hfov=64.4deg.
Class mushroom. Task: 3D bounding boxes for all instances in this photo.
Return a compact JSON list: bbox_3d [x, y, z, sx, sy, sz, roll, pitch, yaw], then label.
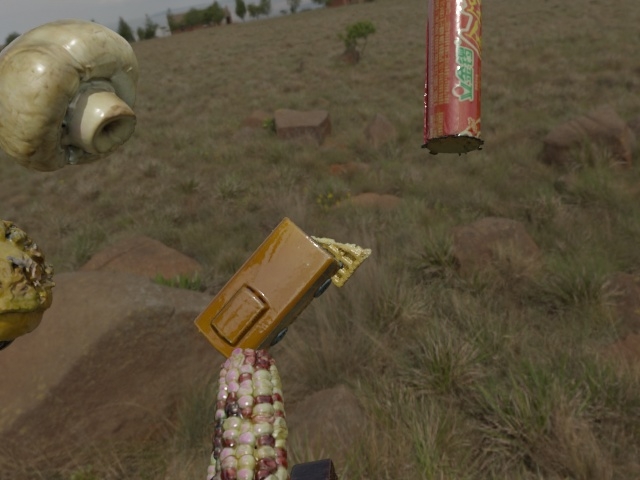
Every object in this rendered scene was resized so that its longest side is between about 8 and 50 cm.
[{"bbox_3d":[-0.227,-0.128,0.463,0.112,0.148,0.148,41,45,11],"label":"mushroom"}]

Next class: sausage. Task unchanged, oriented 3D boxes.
[{"bbox_3d":[0.174,-0.250,0.671,0.083,0.264,0.083,1,-4,0],"label":"sausage"}]

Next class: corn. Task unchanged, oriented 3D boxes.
[{"bbox_3d":[-0.067,0.243,0.490,0.092,0.092,0.281,-9,51,3],"label":"corn"}]

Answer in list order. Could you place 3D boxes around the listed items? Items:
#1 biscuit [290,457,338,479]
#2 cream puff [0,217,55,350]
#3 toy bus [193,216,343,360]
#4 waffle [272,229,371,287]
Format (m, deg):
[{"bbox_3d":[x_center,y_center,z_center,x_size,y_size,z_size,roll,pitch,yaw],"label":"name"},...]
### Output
[{"bbox_3d":[-0.026,0.619,1.074,0.107,0.073,0.388,-14,14,8],"label":"biscuit"},{"bbox_3d":[-0.343,0.028,0.468,0.189,0.130,0.189,15,-2,0],"label":"cream puff"},{"bbox_3d":[-0.071,0.076,0.684,0.098,0.114,0.201,41,88,13],"label":"toy bus"},{"bbox_3d":[0.000,0.000,1.033,0.191,0.125,0.032,41,39,5],"label":"waffle"}]
